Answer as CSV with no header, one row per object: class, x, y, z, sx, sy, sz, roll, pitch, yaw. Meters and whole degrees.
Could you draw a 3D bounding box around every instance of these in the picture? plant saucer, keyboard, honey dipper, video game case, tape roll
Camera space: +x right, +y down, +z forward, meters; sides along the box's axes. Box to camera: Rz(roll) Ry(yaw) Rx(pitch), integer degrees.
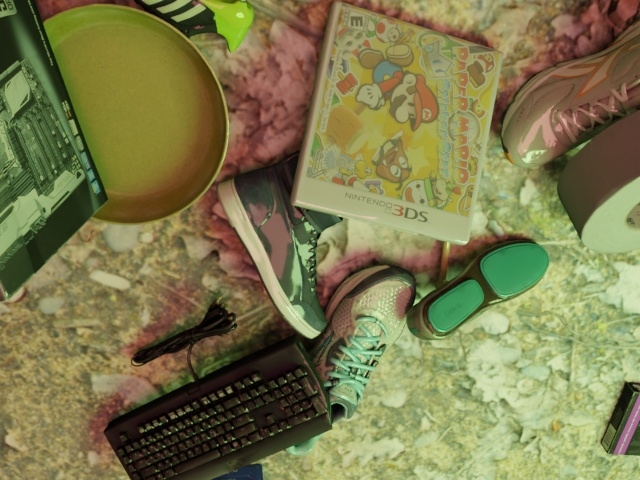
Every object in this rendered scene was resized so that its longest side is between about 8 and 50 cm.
plant saucer,-0.217,-0.133,0.815,0.240,0.037,0.241,0,115,1
keyboard,-0.149,0.196,0.939,0.317,0.033,0.202,-28,88,22
honey dipper,0.161,-0.004,0.948,0.030,0.030,0.161,-2,116,-7
video game case,0.088,-0.127,0.830,0.206,0.026,0.227,13,84,-14
tape roll,0.391,-0.071,0.866,0.219,0.072,0.219,-14,152,-8

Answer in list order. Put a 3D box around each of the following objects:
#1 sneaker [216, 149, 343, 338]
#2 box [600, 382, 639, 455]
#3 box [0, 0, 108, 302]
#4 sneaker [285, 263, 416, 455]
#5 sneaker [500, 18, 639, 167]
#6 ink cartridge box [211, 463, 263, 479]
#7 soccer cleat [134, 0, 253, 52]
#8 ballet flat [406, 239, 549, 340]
sneaker,0.000,0.000,0.892,0.163,0.086,0.226,-25,112,6
box,0.516,0.272,1.127,0.162,0.029,0.116,8,114,-10
box,-0.312,-0.127,0.668,0.076,0.242,0.308,-11,111,9
sneaker,0.036,0.160,0.953,0.110,0.122,0.283,29,107,-19
sneaker,0.327,-0.165,0.849,0.262,0.121,0.099,-35,114,8
ink cartridge box,-0.127,0.424,1.092,0.097,0.046,0.207,-3,115,-6
soccer cleat,-0.159,-0.246,0.778,0.178,0.060,0.072,16,124,-15
ballet flat,0.197,0.061,0.960,0.213,0.068,0.072,-27,87,-23
